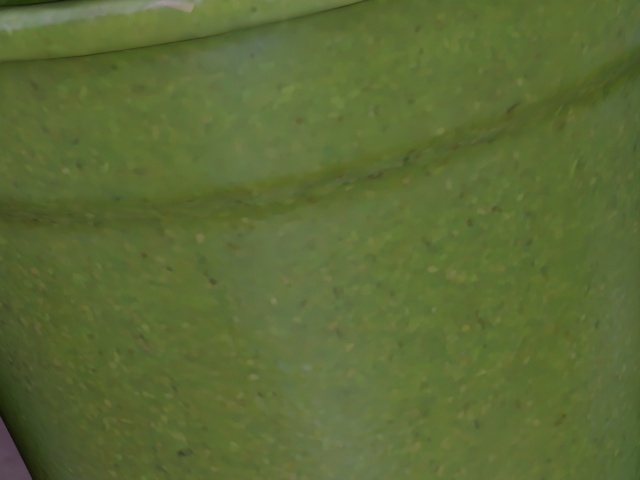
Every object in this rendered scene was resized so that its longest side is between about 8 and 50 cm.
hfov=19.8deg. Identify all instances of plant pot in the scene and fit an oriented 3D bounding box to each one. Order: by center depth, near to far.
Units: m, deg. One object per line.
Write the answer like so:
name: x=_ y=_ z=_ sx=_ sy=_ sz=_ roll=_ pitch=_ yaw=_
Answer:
plant pot: x=0.000 y=0.000 z=0.533 sx=0.276 sy=0.276 sz=0.254 roll=-13 pitch=116 yaw=-2
